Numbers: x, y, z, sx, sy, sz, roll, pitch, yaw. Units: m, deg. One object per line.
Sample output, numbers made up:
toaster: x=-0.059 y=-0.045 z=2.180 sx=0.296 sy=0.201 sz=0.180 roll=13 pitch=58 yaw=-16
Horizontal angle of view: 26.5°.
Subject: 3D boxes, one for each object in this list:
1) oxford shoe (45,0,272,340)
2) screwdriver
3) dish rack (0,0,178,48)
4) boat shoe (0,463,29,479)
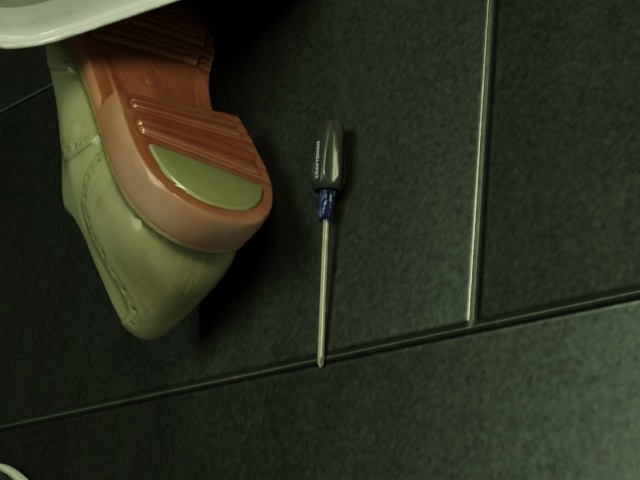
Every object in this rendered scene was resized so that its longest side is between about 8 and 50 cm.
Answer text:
oxford shoe: x=-0.159 y=-0.094 z=1.033 sx=0.146 sy=0.140 sz=0.397 roll=-58 pitch=33 yaw=28
screwdriver: x=0.000 y=0.000 z=0.885 sx=0.025 sy=0.024 sz=0.170 roll=1 pitch=71 yaw=19
dish rack: x=-0.177 y=-0.269 z=1.047 sx=0.333 sy=0.285 sz=0.072 roll=46 pitch=151 yaw=48
boat shoe: x=-0.244 y=0.268 z=0.975 sx=0.114 sy=0.091 sz=0.302 roll=-54 pitch=39 yaw=15
